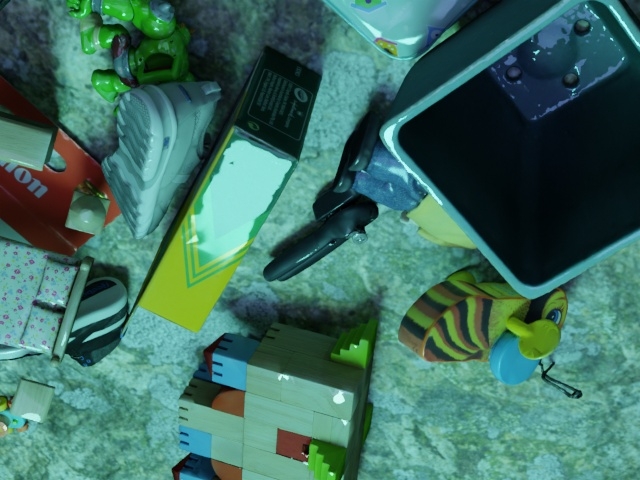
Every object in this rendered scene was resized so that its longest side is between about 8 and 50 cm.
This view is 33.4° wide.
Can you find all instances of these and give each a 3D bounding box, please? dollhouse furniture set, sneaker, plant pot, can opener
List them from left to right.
[{"bbox_3d":[-0.422,0.021,1.232,0.303,0.174,0.356,16,93,-11],"label":"dollhouse furniture set"},{"bbox_3d":[-0.354,0.137,1.421,0.216,0.079,0.121,-19,141,-18],"label":"sneaker"},{"bbox_3d":[-0.178,-0.088,1.245,0.105,0.115,0.281,62,153,13],"label":"sneaker"},{"bbox_3d":[0.000,0.000,1.351,0.059,0.073,0.186,8,140,-46],"label":"can opener"},{"bbox_3d":[0.237,-0.148,1.088,0.247,0.252,0.248,-33,113,27],"label":"plant pot"}]

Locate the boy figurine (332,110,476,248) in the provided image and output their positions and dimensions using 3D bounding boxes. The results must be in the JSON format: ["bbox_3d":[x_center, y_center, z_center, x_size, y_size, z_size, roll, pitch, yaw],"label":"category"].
[{"bbox_3d":[0.164,-0.052,1.251,0.285,0.092,0.177,21,150,-7],"label":"boy figurine"}]

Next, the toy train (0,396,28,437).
[{"bbox_3d":[-0.496,0.232,1.579,0.166,0.046,0.125,33,122,-13],"label":"toy train"}]

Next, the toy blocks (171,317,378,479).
[{"bbox_3d":[-0.076,0.252,1.469,0.260,0.191,0.381,14,126,13],"label":"toy blocks"}]

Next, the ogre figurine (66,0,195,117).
[{"bbox_3d":[-0.205,-0.208,1.212,0.118,0.097,0.197,3,119,15],"label":"ogre figurine"}]

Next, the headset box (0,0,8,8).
[{"bbox_3d":[-0.439,-0.344,1.083,0.293,0.218,0.110,38,121,-17],"label":"headset box"}]

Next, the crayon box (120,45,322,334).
[{"bbox_3d":[-0.114,-0.040,1.244,0.083,0.203,0.323,27,124,-10],"label":"crayon box"}]

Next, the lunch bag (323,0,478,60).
[{"bbox_3d":[0.100,-0.343,1.066,0.224,0.108,0.279,39,119,-11],"label":"lunch bag"}]

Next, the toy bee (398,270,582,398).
[{"bbox_3d":[0.233,0.086,1.324,0.195,0.298,0.162,27,99,32],"label":"toy bee"}]

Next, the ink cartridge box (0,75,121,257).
[{"bbox_3d":[-0.477,-0.030,1.377,0.385,0.091,0.308,-35,112,28],"label":"ink cartridge box"}]
